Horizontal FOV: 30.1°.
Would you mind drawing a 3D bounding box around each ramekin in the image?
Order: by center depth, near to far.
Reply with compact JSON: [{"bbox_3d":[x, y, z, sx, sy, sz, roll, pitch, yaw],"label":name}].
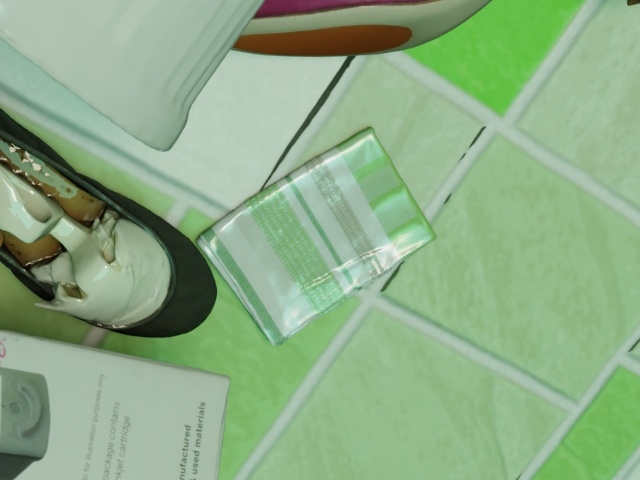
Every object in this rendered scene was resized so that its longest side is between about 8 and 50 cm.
[{"bbox_3d":[-0.146,-0.184,0.615,0.277,0.277,0.135,40,91,-27],"label":"ramekin"}]

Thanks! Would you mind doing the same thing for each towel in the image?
[{"bbox_3d":[0.000,0.000,0.873,0.152,0.023,0.113,-33,119,1],"label":"towel"}]

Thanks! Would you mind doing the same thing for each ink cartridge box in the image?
[{"bbox_3d":[-0.240,0.137,0.748,0.306,0.226,0.131,13,66,-21],"label":"ink cartridge box"}]

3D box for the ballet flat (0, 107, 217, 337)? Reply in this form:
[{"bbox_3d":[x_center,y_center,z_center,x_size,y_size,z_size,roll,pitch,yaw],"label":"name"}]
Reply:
[{"bbox_3d":[-0.178,-0.004,0.781,0.280,0.096,0.095,37,99,-27],"label":"ballet flat"}]

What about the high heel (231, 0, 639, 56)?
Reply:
[{"bbox_3d":[0.084,-0.228,0.772,0.377,0.127,0.181,-10,87,-7],"label":"high heel"}]

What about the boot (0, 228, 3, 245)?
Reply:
[{"bbox_3d":[-0.331,-0.057,0.672,0.283,0.109,0.220,-13,126,19],"label":"boot"}]
